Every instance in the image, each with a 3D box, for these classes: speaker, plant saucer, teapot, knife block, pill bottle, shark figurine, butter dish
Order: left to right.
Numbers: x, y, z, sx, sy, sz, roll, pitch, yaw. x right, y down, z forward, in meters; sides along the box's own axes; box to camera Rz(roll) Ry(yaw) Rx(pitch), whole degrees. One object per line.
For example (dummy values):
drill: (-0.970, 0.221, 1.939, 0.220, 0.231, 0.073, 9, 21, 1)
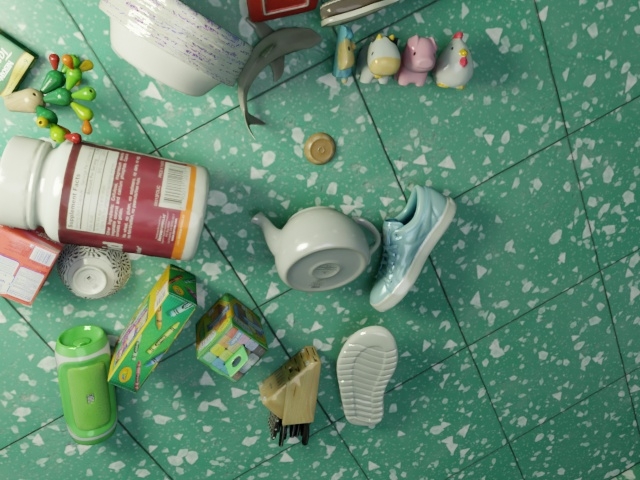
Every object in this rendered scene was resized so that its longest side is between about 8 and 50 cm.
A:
speaker: (-0.595, 0.371, 1.327, 0.131, 0.131, 0.296, -3, 112, -14)
pill bottle: (-0.456, -0.090, 1.123, 0.393, 0.224, 0.223, 10, 108, -18)
shark figurine: (-0.131, -0.382, 1.156, 0.166, 0.116, 0.278, 31, 99, -22)
butter dish: (-0.091, -0.565, 1.095, 0.160, 0.118, 0.160, -16, 158, -8)
knife block: (-0.054, 0.479, 1.537, 0.276, 0.088, 0.242, -40, 117, 3)
teapot: (0.000, 0.000, 1.313, 0.253, 0.187, 0.256, -25, 144, 16)
plant saucer: (0.001, -0.229, 1.305, 0.084, 0.015, 0.083, -6, 113, -13)

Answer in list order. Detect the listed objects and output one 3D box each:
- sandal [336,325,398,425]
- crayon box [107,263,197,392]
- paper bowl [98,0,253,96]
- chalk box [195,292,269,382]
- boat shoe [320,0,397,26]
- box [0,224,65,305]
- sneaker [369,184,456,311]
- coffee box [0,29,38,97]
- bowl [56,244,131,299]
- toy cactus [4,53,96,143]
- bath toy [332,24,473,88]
sandal: (0.127, 0.395, 1.553, 0.170, 0.102, 0.416, 5, 124, -1)
crayon box: (-0.415, 0.214, 1.289, 0.081, 0.165, 0.278, 32, 101, -24)
paper bowl: (-0.288, -0.391, 1.013, 0.284, 0.284, 0.148, 27, 106, -23)
chalk box: (-0.229, 0.260, 1.331, 0.132, 0.213, 0.132, -45, 115, 5)
boat shoe: (0.136, -0.567, 1.153, 0.325, 0.116, 0.096, -25, 111, -9)
box: (-0.733, -0.001, 1.128, 0.300, 0.142, 0.154, 28, 102, -23)
sneaker: (0.209, 0.013, 1.407, 0.150, 0.135, 0.365, 29, 93, -16)
coffee box: (-0.685, -0.384, 1.042, 0.184, 0.040, 0.113, 36, 99, -25)
bowl: (-0.549, 0.081, 1.246, 0.170, 0.080, 0.170, -5, 113, -12)
toy cactus: (-0.549, -0.288, 1.049, 0.181, 0.112, 0.218, -6, 77, 3)
bath toy: (0.204, -0.425, 1.205, 0.349, 0.151, 0.128, -2, 119, -17)
